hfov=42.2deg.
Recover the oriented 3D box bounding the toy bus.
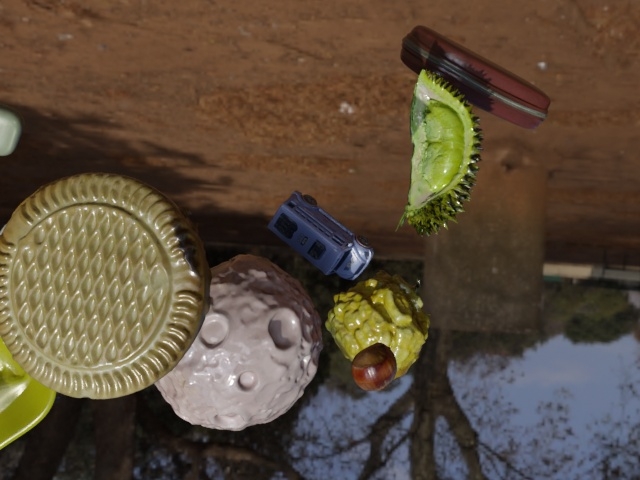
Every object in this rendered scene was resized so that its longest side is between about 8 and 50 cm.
[{"bbox_3d":[0.000,0.000,1.340,0.167,0.073,0.076,38,-150,6],"label":"toy bus"}]

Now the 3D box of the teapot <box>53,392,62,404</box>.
[{"bbox_3d":[-0.513,0.175,1.377,0.269,0.173,0.182,42,178,17],"label":"teapot"}]

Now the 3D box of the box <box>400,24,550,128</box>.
[{"bbox_3d":[0.379,-0.394,2.029,0.403,0.108,0.263,18,-159,-31],"label":"box"}]

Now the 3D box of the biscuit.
[{"bbox_3d":[-0.238,0.046,0.883,0.259,0.259,0.079,4,176,9],"label":"biscuit"}]

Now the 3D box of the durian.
[{"bbox_3d":[0.261,-0.181,1.789,0.169,0.352,0.158,6,179,3],"label":"durian"}]

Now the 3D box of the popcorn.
[{"bbox_3d":[0.138,0.184,1.825,0.249,0.225,0.249,41,165,14],"label":"popcorn"}]

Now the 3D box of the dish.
[{"bbox_3d":[-0.456,0.168,0.995,0.221,0.262,0.108,42,-170,-40],"label":"dish"}]

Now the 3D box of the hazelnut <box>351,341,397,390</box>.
[{"bbox_3d":[0.096,0.225,1.457,0.086,0.086,0.086,4,-178,0],"label":"hazelnut"}]

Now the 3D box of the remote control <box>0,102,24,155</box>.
[{"bbox_3d":[-0.619,-0.214,1.283,0.309,0.090,0.038,19,-153,-18],"label":"remote control"}]

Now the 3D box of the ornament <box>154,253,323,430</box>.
[{"bbox_3d":[-0.119,0.152,1.199,0.259,0.225,0.259,-30,-172,5],"label":"ornament"}]
